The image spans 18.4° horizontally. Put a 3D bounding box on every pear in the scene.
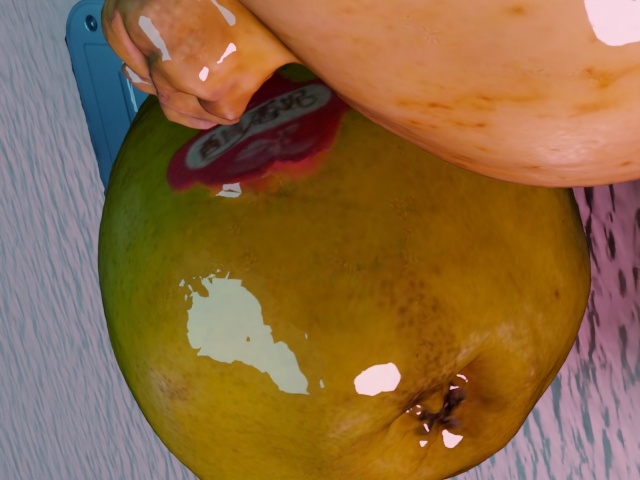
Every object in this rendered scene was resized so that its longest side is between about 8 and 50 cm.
[{"bbox_3d":[0.000,0.000,1.168,0.375,0.287,0.287,-130,30,-53],"label":"pear"}]

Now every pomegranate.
[{"bbox_3d":[0.067,-0.198,0.782,0.411,0.411,0.411,39,141,41],"label":"pomegranate"}]

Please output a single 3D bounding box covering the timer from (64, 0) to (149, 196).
[{"bbox_3d":[-0.060,-0.079,1.455,0.250,0.091,0.232,10,119,44],"label":"timer"}]
